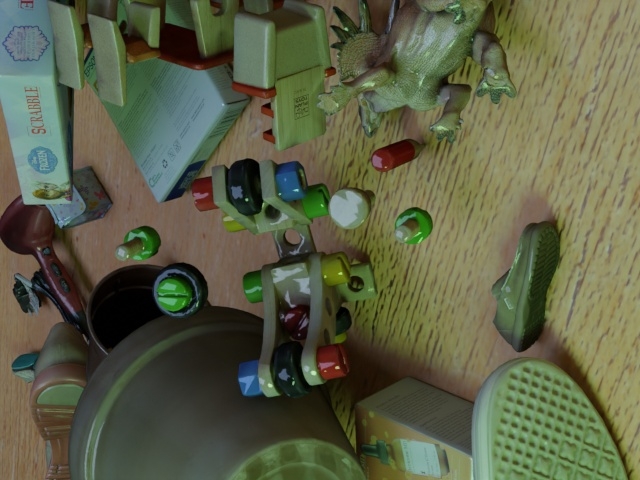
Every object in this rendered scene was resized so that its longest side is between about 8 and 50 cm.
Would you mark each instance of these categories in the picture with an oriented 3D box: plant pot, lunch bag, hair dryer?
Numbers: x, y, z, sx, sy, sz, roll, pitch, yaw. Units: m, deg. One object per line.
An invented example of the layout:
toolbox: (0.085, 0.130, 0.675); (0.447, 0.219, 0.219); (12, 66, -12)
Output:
plant pot: (-0.090, 0.264, 1.439); (0.280, 0.323, 0.323); (27, 127, 61)
lunch bag: (-0.349, -0.059, 1.828); (0.071, 0.083, 0.053); (59, 140, 13)
hair dryer: (-0.399, 0.028, 1.941); (0.223, 0.080, 0.294); (28, 140, 35)
plant pot: (-0.244, 0.146, 1.753); (0.167, 0.167, 0.165); (51, 146, 20)

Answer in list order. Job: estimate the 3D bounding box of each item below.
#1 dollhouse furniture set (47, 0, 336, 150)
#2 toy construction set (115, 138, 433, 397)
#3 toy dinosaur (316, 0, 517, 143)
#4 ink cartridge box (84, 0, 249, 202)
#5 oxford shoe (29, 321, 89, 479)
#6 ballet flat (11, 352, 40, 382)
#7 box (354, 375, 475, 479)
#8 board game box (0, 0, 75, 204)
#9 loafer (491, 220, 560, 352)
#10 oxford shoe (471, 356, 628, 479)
dollhouse furniture set: (-0.112, -0.196, 1.365); (0.259, 0.262, 0.135); (23, 125, 40)
toy construction set: (0.000, 0.000, 1.388); (0.309, 0.237, 0.257); (-38, 87, 21)
toy dinosaur: (0.105, -0.202, 1.238); (0.127, 0.200, 0.295); (38, 121, -24)
ink cartridge box: (-0.201, -0.197, 1.630); (0.224, 0.045, 0.223); (58, 139, 14)
oxford shoe: (-0.354, 0.289, 1.966); (0.146, 0.140, 0.397); (-100, 10, -46)
ballet flat: (-0.441, 0.205, 2.086); (0.052, 0.057, 0.168); (50, 150, -22)
box: (0.128, 0.246, 1.417); (0.170, 0.091, 0.130); (18, 120, 43)
board game box: (-0.336, -0.252, 1.549); (0.319, 0.065, 0.318); (106, 162, -66)
loafer: (0.197, 0.043, 1.277); (0.050, 0.056, 0.148); (27, 125, 31)
oxford shoe: (0.241, 0.335, 1.290); (0.130, 0.169, 0.449); (-8, 102, 70)
